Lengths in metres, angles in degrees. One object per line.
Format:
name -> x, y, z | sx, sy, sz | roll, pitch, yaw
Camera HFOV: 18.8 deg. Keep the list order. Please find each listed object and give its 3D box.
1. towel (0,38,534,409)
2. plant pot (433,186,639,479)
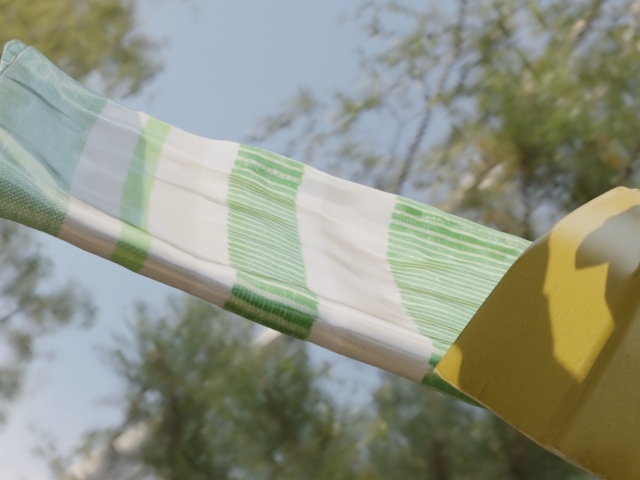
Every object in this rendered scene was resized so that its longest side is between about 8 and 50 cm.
towel -> 0.000, 0.000, 0.854 | 0.325, 0.248, 0.038 | 22, -78, -9
plant pot -> 0.101, 0.032, 0.597 | 0.081, 0.083, 0.081 | 29, 0, -24
